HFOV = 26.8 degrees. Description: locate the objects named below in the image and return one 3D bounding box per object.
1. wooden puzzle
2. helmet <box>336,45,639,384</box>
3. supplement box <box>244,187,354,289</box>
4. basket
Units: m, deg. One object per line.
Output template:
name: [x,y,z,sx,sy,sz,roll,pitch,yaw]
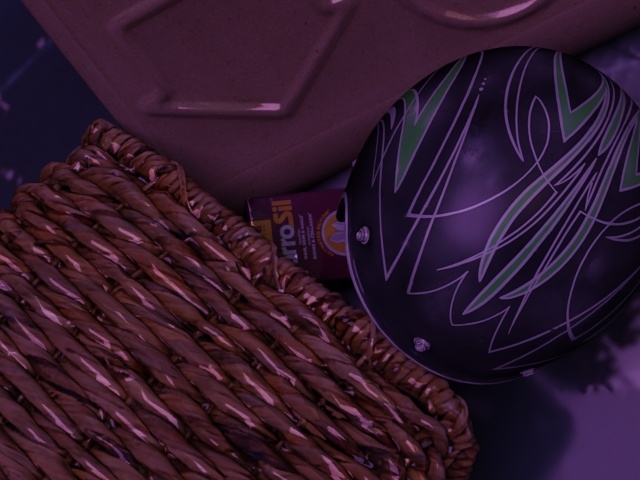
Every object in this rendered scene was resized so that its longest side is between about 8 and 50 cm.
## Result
wooden puzzle: [-0.012,-0.193,0.703,0.322,0.348,0.080,-25,37,18]
helmet: [0.092,-0.015,0.676,0.169,0.161,0.169,-1,98,-4]
supplement box: [0.000,0.000,0.781,0.083,0.043,0.055,-7,80,-4]
basket: [-0.086,0.125,0.749,0.299,0.213,0.223,36,67,23]
